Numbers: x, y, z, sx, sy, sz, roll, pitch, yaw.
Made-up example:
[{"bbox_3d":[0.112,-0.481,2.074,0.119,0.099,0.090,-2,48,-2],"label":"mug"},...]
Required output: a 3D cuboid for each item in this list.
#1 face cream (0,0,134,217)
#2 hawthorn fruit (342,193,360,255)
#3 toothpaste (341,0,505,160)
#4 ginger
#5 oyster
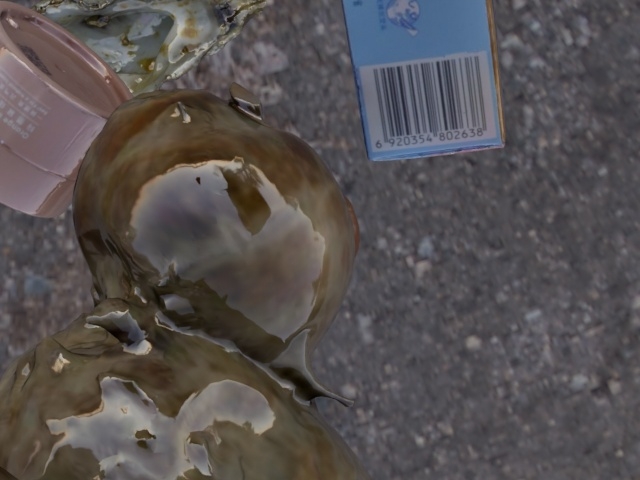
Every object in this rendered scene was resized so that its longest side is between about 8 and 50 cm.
[{"bbox_3d":[-0.232,-0.105,1.124,0.149,0.149,0.104,33,108,-29],"label":"face cream"},{"bbox_3d":[-0.002,-0.006,1.169,0.077,0.077,0.077,-5,126,-7],"label":"hawthorn fruit"},{"bbox_3d":[0.022,-0.125,0.406,0.044,0.070,0.193,-6,118,8],"label":"toothpaste"},{"bbox_3d":[-0.096,0.127,0.556,0.176,0.375,0.256,10,134,27],"label":"ginger"},{"bbox_3d":[-0.239,-0.257,1.735,0.341,0.110,0.166,-25,108,-7],"label":"oyster"}]
